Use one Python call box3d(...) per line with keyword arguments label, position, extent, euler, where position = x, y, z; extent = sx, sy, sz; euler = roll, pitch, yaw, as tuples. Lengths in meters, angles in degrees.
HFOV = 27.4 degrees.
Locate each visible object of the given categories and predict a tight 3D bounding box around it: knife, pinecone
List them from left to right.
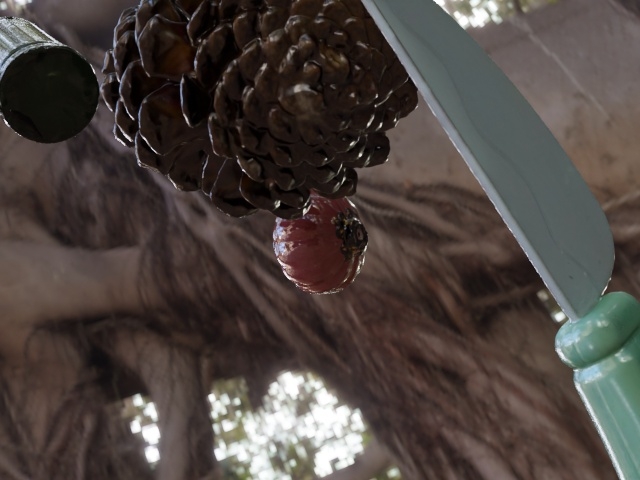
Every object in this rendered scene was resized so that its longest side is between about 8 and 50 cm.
box3d(label="pinecone", position=(-0.066, -0.143, 1.107), extent=(0.246, 0.292, 0.246), euler=(-6, -80, -40))
box3d(label="knife", position=(0.087, 0.004, 0.450), extent=(0.063, 0.260, 0.035), euler=(-27, -2, -44))

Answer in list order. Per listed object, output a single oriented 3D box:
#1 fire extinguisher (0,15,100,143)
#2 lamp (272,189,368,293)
box3d(label="fire extinguisher", position=(-0.311, -0.173, 1.335), extent=(0.115, 0.311, 0.095), euler=(0, -75, -21))
box3d(label="lamp", position=(0.000, 0.000, 1.282), extent=(0.092, 0.107, 0.107), euler=(-7, -33, 32))
